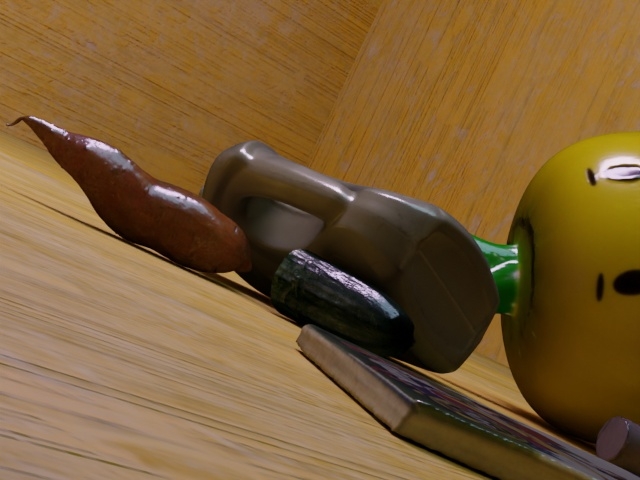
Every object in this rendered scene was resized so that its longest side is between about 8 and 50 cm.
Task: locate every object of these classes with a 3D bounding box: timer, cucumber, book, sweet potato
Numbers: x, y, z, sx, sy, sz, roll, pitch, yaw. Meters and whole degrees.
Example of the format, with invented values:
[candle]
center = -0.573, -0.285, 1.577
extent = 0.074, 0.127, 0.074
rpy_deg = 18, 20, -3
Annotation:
[timer]
center = 0.214, 0.037, 1.226
extent = 0.285, 0.285, 0.285
rpy_deg = 25, 0, 0
[cucumber]
center = 0.017, 0.047, 1.002
extent = 0.105, 0.048, 0.048
rpy_deg = 28, 1, 37
[book]
center = 0.151, 0.122, 0.715
extent = 0.322, 0.018, 0.228
rpy_deg = 25, 0, -13
[sweet potato]
center = -0.130, -0.030, 1.052
extent = 0.195, 0.056, 0.056
rpy_deg = 34, -2, -12

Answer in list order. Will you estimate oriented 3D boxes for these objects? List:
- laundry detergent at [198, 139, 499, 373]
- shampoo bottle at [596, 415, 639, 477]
[laundry detergent]
center = 0.000, 0.000, 1.125
extent = 0.253, 0.091, 0.181
rpy_deg = 23, -19, 39
[shampoo bottle]
center = 0.254, 0.159, 1.010
extent = 0.165, 0.040, 0.080
rpy_deg = 26, 1, -23
